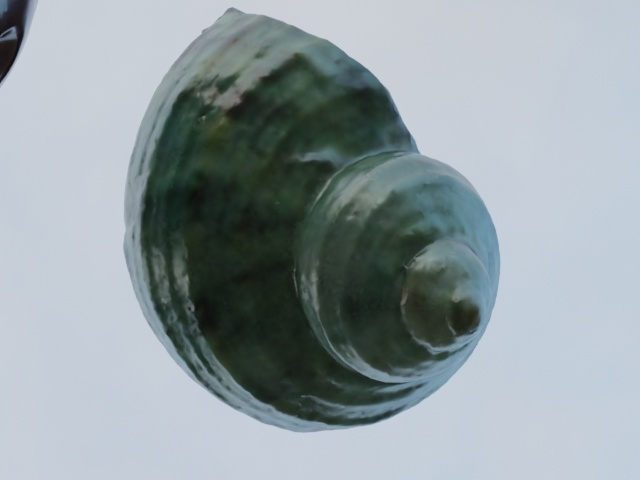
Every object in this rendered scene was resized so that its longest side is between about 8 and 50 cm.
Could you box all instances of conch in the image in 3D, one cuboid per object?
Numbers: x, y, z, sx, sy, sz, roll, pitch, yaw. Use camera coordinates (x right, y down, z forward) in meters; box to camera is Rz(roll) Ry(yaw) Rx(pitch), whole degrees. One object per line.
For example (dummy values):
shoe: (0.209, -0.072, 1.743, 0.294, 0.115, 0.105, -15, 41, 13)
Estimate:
conch: (-0.004, -0.001, 0.822, 0.188, 0.122, 0.175, 19, -78, 17)

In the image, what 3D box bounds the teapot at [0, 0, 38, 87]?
teapot: (-0.248, -0.126, 0.779, 0.233, 0.312, 0.315, -27, -30, -30)
